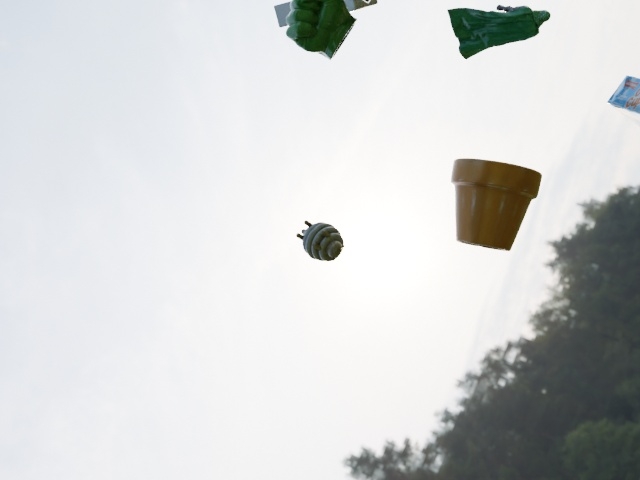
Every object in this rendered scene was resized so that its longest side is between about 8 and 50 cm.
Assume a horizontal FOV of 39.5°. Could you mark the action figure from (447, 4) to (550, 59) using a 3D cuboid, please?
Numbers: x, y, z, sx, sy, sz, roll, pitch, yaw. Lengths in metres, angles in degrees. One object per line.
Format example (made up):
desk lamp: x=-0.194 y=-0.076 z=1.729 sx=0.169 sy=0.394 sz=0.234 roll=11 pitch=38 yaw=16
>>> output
action figure: x=0.422 y=-0.499 z=2.062 sx=0.137 sy=0.232 sz=0.063 roll=59 pitch=-133 yaw=-34

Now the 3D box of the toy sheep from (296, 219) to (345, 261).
toy sheep: x=0.000 y=0.000 z=1.878 sx=0.091 sy=0.132 sz=0.091 roll=-18 pitch=-55 yaw=-29

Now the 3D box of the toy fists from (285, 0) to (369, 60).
toy fists: x=0.032 y=-0.530 z=1.900 sx=0.279 sy=0.142 sz=0.096 roll=-57 pitch=2 yaw=2

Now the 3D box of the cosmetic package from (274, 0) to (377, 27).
cosmetic package: x=0.011 y=-0.566 z=2.143 sx=0.099 sy=0.239 sz=0.060 roll=-28 pitch=-69 yaw=-46

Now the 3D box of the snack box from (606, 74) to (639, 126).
snack box: x=0.574 y=-0.152 z=1.310 sx=0.060 sy=0.187 sz=0.322 roll=-56 pitch=16 yaw=10

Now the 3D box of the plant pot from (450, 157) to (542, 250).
plant pot: x=0.393 y=-0.078 z=2.062 sx=0.205 sy=0.205 sz=0.188 roll=14 pitch=-94 yaw=-65
